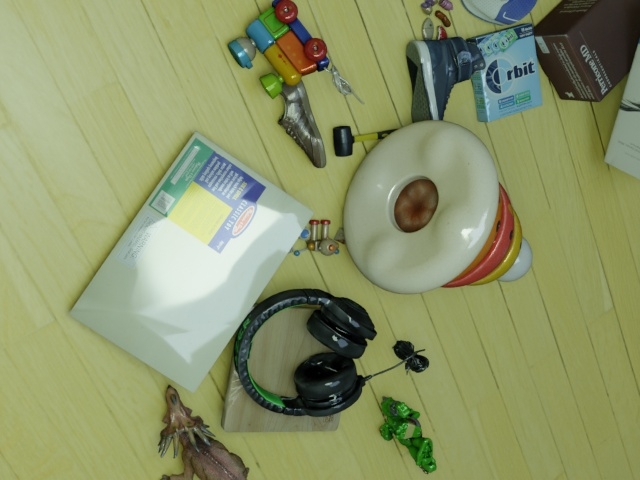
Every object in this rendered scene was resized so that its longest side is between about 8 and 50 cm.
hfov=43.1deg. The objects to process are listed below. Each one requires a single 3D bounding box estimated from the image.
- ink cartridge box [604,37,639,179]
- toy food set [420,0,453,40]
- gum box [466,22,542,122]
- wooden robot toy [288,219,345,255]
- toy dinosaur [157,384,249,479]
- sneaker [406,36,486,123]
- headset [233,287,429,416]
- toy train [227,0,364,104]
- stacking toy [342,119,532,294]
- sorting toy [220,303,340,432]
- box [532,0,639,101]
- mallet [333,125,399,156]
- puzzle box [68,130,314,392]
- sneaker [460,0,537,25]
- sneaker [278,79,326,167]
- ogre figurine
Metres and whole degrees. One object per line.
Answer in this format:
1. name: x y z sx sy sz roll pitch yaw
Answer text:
1. ink cartridge box: 0.834 -0.350 1.837 0.285 0.166 0.395 -23 133 -33
2. toy food set: 0.247 -0.469 1.696 0.078 0.019 0.122 -15 107 -23
3. gum box: 0.408 -0.370 1.787 0.157 0.041 0.184 -19 108 -22
4. wooden robot toy: 0.000 0.000 1.642 0.173 0.079 0.076 -3 102 -27
5. toy dinosaur: -0.207 0.425 1.555 0.127 0.296 0.200 -52 162 -35
6. sneaker: 0.273 -0.316 1.707 0.163 0.086 0.226 -14 108 -23
7. headset: 0.023 0.215 1.585 0.394 0.185 0.243 9 104 -17
8. toy train: -0.048 -0.311 1.505 0.143 0.105 0.248 -37 92 -2
9. stacking toy: 0.310 -0.021 1.715 0.480 0.350 0.350 20 92 -47
10. sorting toy: -0.073 0.252 1.655 0.255 0.089 0.257 6 99 -27
11. box: 0.667 -0.509 1.834 0.381 0.143 0.191 -44 117 -10
12. mallet: 0.109 -0.206 1.680 0.190 0.039 0.062 -4 103 -30
13. puzzle box: -0.232 0.039 1.501 0.272 0.052 0.409 35 85 -8
14. sneaker: 0.341 -0.556 1.633 0.315 0.182 0.127 35 86 -28
15. sneaker: -0.045 -0.225 1.590 0.071 0.066 0.188 -19 105 -4
16. ogre figurine: 0.193 0.424 1.811 0.197 0.118 0.097 42 86 -26
